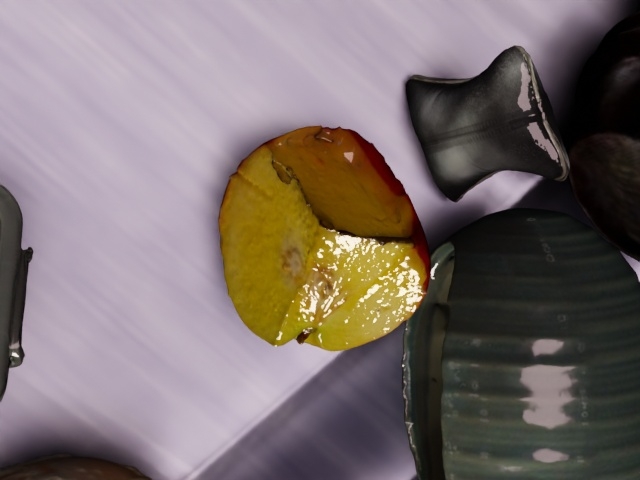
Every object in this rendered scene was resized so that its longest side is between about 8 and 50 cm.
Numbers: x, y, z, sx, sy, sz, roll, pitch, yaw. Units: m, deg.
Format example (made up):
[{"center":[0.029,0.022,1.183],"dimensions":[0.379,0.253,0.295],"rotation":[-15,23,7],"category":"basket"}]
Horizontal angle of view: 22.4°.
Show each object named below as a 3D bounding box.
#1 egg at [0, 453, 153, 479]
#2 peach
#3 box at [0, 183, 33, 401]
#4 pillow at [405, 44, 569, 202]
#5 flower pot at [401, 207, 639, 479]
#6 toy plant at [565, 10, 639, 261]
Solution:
[{"center":[-0.188,0.252,1.048],"dimensions":[0.203,0.203,0.245],"rotation":[39,78,-12],"category":"egg"},{"center":[-0.002,0.000,1.095],"dimensions":[0.151,0.118,0.151],"rotation":[0,122,1],"category":"peach"},{"center":[-0.307,0.050,1.013],"dimensions":[0.243,0.135,0.163],"rotation":[4,65,-10],"category":"box"},{"center":[0.110,-0.077,1.099],"dimensions":[0.055,0.135,0.091],"rotation":[5,84,-31],"category":"pillow"},{"center":[0.142,0.099,1.090],"dimensions":[0.157,0.189,0.243],"rotation":[-4,98,-8],"category":"flower pot"},{"center":[0.271,-0.101,1.110],"dimensions":[0.235,0.175,0.218],"rotation":[-46,112,-34],"category":"toy plant"}]
